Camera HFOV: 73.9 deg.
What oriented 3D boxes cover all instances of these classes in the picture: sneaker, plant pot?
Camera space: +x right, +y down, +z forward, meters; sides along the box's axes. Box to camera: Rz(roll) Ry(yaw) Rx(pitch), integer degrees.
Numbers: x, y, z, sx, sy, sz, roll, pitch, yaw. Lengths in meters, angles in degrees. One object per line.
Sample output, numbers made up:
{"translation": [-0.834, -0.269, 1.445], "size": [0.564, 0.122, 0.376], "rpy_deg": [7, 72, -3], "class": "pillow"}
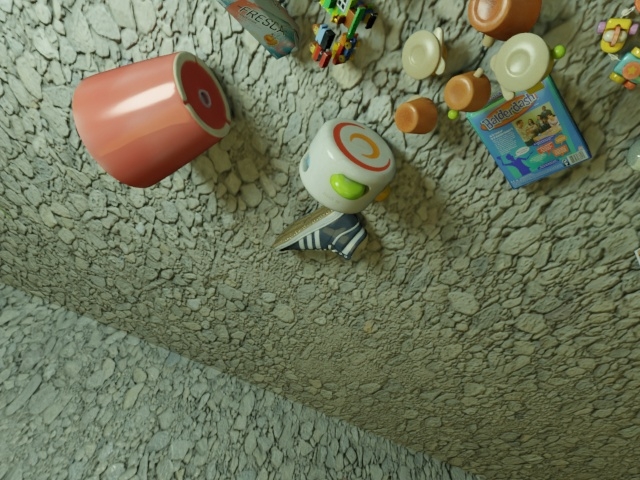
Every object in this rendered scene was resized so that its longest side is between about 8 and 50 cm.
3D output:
{"translation": [0.000, 0.000, 1.201], "size": [0.282, 0.099, 0.153], "rpy_deg": [-28, 116, 35], "class": "sneaker"}
{"translation": [-0.357, -0.284, 0.965], "size": [0.243, 0.274, 0.274], "rpy_deg": [-16, 125, 19], "class": "plant pot"}

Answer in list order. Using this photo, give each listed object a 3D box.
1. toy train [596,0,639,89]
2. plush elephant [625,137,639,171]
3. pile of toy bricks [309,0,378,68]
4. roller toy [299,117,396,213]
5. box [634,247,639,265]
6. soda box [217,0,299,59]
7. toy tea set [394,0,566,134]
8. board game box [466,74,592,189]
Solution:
{"translation": [0.531, -0.332, 0.696], "size": [0.125, 0.046, 0.166], "rpy_deg": [-10, 113, 38], "class": "toy train"}
{"translation": [0.728, -0.140, 0.678], "size": [0.330, 0.255, 0.271], "rpy_deg": [17, 136, 4], "class": "plush elephant"}
{"translation": [0.034, -0.432, 0.784], "size": [0.105, 0.118, 0.212], "rpy_deg": [54, 146, 13], "class": "pile of toy bricks"}
{"translation": [0.059, -0.163, 0.959], "size": [0.191, 0.209, 0.146], "rpy_deg": [56, 136, 16], "class": "roller toy"}
{"translation": [0.820, 0.054, 0.849], "size": [0.127, 0.231, 0.262], "rpy_deg": [27, 136, -6], "class": "box"}
{"translation": [-0.113, -0.425, 0.798], "size": [0.058, 0.062, 0.183], "rpy_deg": [-10, 162, 30], "class": "soda box"}
{"translation": [0.272, -0.321, 0.786], "size": [0.336, 0.124, 0.199], "rpy_deg": [-15, 93, 53], "class": "toy tea set"}
{"translation": [0.422, -0.220, 0.866], "size": [0.160, 0.047, 0.210], "rpy_deg": [-24, 121, 37], "class": "board game box"}
